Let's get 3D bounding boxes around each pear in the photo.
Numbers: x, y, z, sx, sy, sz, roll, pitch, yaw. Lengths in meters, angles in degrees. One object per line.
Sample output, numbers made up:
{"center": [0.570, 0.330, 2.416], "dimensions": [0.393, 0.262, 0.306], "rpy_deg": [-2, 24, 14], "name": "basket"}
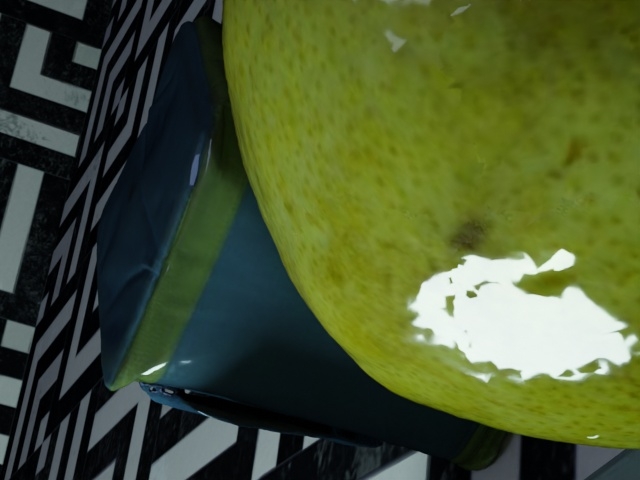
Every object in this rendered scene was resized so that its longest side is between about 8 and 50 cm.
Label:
{"center": [0.123, -0.075, 0.482], "dimensions": [0.304, 0.303, 0.304], "rpy_deg": [-54, 25, 41], "name": "pear"}

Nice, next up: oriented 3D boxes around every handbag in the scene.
{"center": [0.000, 0.000, 0.839], "dimensions": [0.263, 0.241, 0.222], "rpy_deg": [-115, 46, -66], "name": "handbag"}

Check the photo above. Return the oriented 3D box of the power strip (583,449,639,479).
{"center": [0.147, 0.129, 0.633], "dimensions": [0.253, 0.027, 0.060], "rpy_deg": [128, 152, -46], "name": "power strip"}
